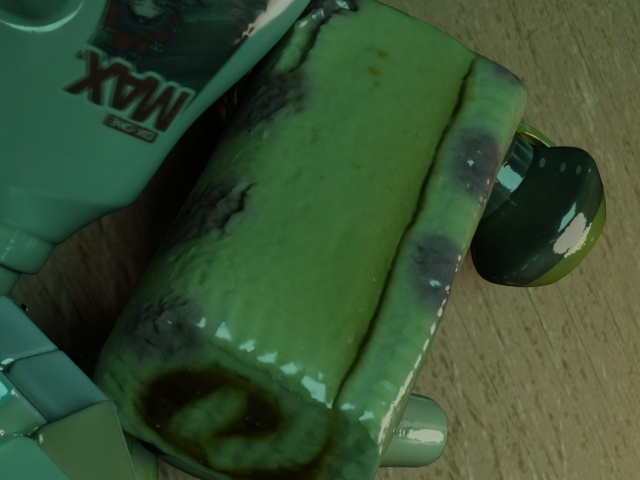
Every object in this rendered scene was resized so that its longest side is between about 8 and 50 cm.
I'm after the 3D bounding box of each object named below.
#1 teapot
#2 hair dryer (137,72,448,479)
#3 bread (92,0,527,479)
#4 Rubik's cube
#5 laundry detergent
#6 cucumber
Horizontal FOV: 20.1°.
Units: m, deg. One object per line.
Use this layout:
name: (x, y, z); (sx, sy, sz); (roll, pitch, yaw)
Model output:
teapot: (0.160, -0.042, 1.445); (0.119, 0.130, 0.166); (39, 33, -16)
hair dryer: (-0.002, 0.068, 1.333); (0.296, 0.119, 0.298); (39, 54, -39)
bread: (0.000, 0.000, 1.172); (0.187, 0.155, 0.338); (29, 50, -7)
Rubik's cube: (-0.203, 0.161, 1.028); (0.224, 0.213, 0.265); (-13, 135, -46)
laundry detergent: (-0.153, -0.142, 1.136); (0.264, 0.124, 0.398); (29, 93, -37)
cucumber: (-0.146, 0.130, 1.240); (0.067, 0.035, 0.107); (-50, 127, -60)
